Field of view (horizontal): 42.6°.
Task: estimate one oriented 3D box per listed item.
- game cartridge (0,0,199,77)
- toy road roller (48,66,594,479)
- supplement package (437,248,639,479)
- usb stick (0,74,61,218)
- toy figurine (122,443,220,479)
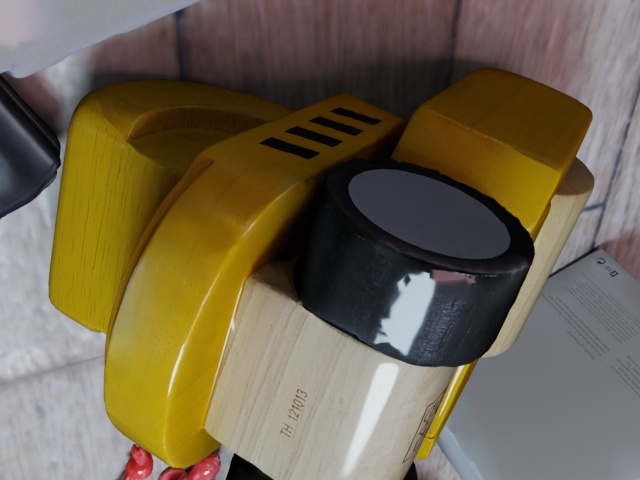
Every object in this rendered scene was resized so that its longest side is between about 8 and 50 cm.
[{"bbox_3d":[-0.059,-0.214,0.319,0.355,0.068,0.230,-29,136,-16],"label":"game cartridge"},{"bbox_3d":[0.000,0.000,0.477,0.329,0.240,0.203,-35,149,-56],"label":"toy road roller"},{"bbox_3d":[0.214,0.155,0.679,0.203,0.194,0.149,-30,132,-4],"label":"supplement package"},{"bbox_3d":[-0.217,-0.107,0.347,0.077,0.045,0.278,-31,133,2],"label":"usb stick"},{"bbox_3d":[0.001,0.293,0.656,0.191,0.217,0.362,-43,132,7],"label":"toy figurine"}]
